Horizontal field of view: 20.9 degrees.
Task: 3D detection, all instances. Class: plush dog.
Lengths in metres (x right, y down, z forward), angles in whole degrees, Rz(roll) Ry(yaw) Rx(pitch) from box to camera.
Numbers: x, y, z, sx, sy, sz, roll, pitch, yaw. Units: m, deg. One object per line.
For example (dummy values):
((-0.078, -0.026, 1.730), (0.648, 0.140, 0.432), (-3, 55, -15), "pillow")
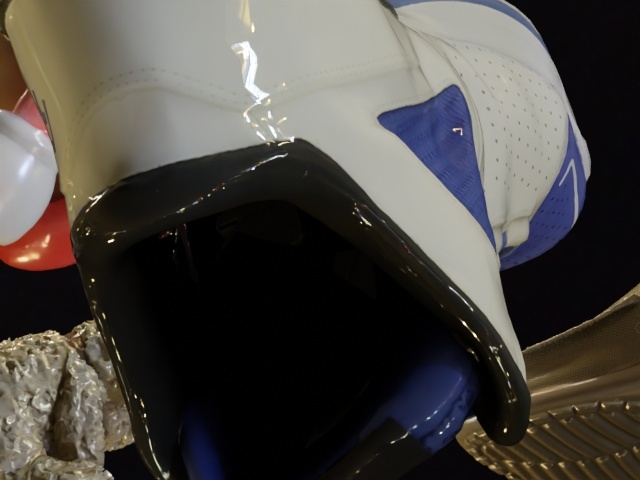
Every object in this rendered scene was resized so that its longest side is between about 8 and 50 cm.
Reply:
((-0.231, 0.139, 1.628), (0.225, 0.211, 0.262), (-24, -168, -26), "plush dog")

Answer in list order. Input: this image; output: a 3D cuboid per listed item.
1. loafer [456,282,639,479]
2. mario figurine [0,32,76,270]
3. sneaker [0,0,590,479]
((0.190, 0.059, 0.902), (0.268, 0.102, 0.092), (-23, -138, 33), "loafer")
((-0.157, -0.124, 0.875), (0.170, 0.198, 0.321), (25, -53, 24), "mario figurine")
((0.000, 0.000, 0.518), (0.127, 0.315, 0.182), (-19, -110, 19), "sneaker")
